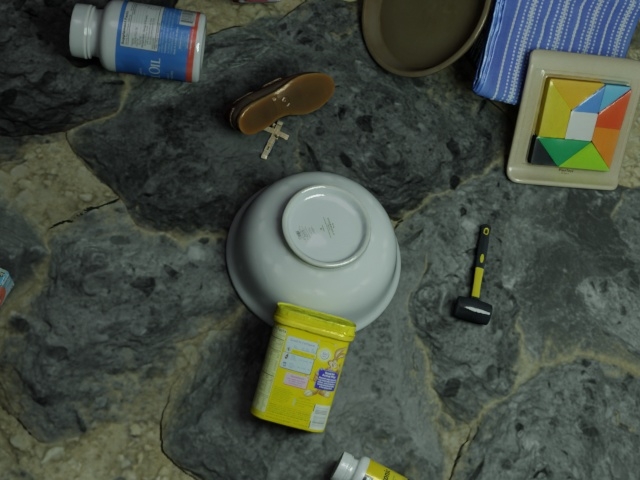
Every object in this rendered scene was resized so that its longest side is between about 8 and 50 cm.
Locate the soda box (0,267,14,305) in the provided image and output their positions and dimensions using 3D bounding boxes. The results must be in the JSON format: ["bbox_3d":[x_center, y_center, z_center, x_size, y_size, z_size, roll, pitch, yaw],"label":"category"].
[{"bbox_3d":[-0.534,0.119,1.271,0.062,0.058,0.183,24,66,1],"label":"soda box"}]

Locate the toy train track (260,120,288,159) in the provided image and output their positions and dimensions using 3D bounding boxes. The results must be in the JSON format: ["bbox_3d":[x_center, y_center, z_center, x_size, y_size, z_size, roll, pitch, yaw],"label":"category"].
[{"bbox_3d":[-0.085,-0.179,1.504,0.048,0.014,0.083,23,66,0],"label":"toy train track"}]

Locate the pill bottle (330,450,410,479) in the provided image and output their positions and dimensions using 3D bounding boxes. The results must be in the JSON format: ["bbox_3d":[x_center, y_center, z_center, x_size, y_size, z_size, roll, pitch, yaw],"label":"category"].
[{"bbox_3d":[0.076,0.363,1.270,0.116,0.065,0.065,27,65,3],"label":"pill bottle"}]

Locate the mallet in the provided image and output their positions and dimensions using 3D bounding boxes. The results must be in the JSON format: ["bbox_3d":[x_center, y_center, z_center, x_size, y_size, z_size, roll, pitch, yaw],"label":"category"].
[{"bbox_3d":[0.262,0.053,1.457,0.062,0.039,0.190,9,61,-4],"label":"mallet"}]

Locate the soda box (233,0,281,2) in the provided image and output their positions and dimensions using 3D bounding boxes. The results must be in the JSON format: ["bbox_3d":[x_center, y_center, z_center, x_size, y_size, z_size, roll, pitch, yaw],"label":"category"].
[{"bbox_3d":[-0.119,-0.568,1.548,0.083,0.092,0.263,-3,106,-12],"label":"soda box"}]

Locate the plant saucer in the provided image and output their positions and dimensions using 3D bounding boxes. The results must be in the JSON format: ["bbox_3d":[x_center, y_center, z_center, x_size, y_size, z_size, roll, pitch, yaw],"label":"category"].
[{"bbox_3d":[0.196,-0.431,1.557,0.041,0.277,0.278,9,58,-50],"label":"plant saucer"}]

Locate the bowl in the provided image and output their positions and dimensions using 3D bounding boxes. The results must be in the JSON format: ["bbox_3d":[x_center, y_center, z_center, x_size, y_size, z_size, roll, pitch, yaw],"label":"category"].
[{"bbox_3d":[0.000,0.000,1.377,0.297,0.134,0.298,4,66,-9],"label":"bowl"}]

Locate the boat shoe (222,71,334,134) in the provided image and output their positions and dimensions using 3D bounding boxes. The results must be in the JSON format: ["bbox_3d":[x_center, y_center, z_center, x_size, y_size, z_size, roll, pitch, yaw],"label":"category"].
[{"bbox_3d":[-0.075,-0.252,1.506,0.207,0.073,0.073,-24,33,-25],"label":"boat shoe"}]

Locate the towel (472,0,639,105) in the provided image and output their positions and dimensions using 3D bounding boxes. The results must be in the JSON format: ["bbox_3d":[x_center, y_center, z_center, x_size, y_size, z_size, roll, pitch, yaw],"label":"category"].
[{"bbox_3d":[0.433,-0.352,1.533,0.335,0.040,0.243,6,104,-29],"label":"towel"}]

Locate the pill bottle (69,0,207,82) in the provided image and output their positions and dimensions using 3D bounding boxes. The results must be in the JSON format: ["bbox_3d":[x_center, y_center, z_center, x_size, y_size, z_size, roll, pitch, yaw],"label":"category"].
[{"bbox_3d":[-0.313,-0.348,1.476,0.221,0.124,0.124,7,66,-6],"label":"pill bottle"}]

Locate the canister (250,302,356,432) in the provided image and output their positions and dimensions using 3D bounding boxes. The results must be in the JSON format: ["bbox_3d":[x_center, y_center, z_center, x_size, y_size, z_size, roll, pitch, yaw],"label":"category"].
[{"bbox_3d":[-0.029,0.192,1.286,0.126,0.073,0.170,16,93,-4],"label":"canister"}]

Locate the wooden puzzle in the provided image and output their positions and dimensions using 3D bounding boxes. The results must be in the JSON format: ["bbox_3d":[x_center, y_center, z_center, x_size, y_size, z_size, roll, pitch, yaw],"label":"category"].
[{"bbox_3d":[0.459,-0.212,1.526,0.220,0.044,0.239,4,107,-10],"label":"wooden puzzle"}]

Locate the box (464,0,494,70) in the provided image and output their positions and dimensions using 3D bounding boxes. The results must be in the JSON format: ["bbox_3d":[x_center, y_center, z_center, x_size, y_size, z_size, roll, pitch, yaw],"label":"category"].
[{"bbox_3d":[0.391,-0.445,1.620,0.247,0.163,0.142,-26,72,-19],"label":"box"}]
